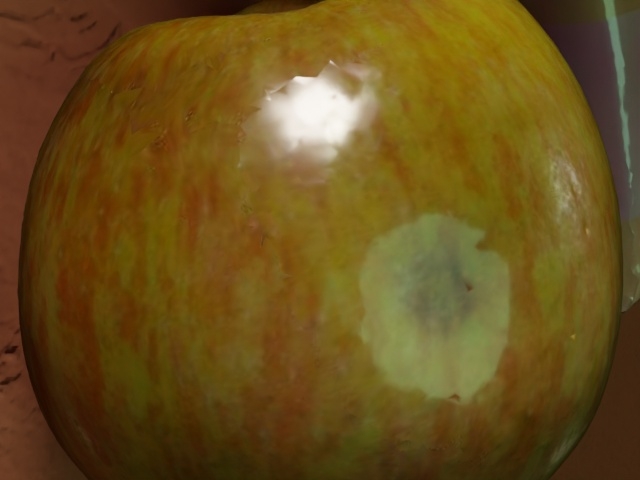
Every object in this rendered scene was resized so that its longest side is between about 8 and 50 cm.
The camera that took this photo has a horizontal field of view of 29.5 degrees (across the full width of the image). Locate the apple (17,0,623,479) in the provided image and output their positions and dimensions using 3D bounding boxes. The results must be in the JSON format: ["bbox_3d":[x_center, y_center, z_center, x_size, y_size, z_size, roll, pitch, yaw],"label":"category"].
[{"bbox_3d":[0.000,0.000,0.526,0.264,0.264,0.264,-20,119,-40],"label":"apple"}]

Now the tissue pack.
[{"bbox_3d":[0.205,-0.110,0.784,0.215,0.123,0.257,-28,117,-34],"label":"tissue pack"}]
